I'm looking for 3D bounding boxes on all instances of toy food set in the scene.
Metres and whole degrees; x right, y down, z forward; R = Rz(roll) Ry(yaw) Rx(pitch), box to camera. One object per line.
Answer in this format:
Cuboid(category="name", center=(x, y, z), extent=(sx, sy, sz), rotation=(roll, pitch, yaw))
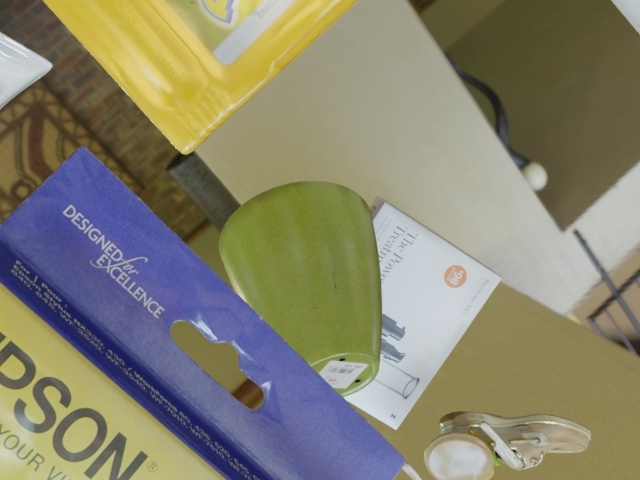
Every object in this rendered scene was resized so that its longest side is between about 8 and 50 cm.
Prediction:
Cuboid(category="toy food set", center=(0.250, 0.391, 1.392), extent=(0.192, 0.132, 0.038), rotation=(-34, -165, 23))

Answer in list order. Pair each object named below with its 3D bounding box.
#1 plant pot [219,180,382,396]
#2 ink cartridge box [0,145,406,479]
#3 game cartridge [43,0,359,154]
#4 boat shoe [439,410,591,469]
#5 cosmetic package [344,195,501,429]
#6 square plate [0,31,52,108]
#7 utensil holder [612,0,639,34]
Cuboid(category="plant pot", center=(-0.010, 0.101, 1.273), extent=(0.275, 0.275, 0.293), rotation=(-32, -132, 18))
Cuboid(category="ink cartridge box", center=(-0.121, 0.159, 0.413), extent=(0.307, 0.303, 0.072), rotation=(-49, -161, -15))
Cuboid(category="game cartridge", center=(-0.107, -0.281, 0.703), extent=(0.324, 0.285, 0.052), rotation=(-39, -171, 21))
Cuboid(category="boat shoe", center=(0.376, 0.392, 1.486), extent=(0.109, 0.302, 0.098), rotation=(114, -20, -54))
Cuboid(category="cosmetic package", center=(0.134, 0.146, 1.552), extent=(0.377, 0.284, 0.097), rotation=(-57, -169, 7))
Cuboid(category="square plate", center=(-0.658, -0.286, 1.229), extent=(0.347, 0.344, 0.049), rotation=(-19, -127, 43))
Cuboid(category="utensil holder", center=(0.450, -0.457, 0.958), extent=(0.328, 0.385, 0.327), rotation=(-40, -162, 16))
